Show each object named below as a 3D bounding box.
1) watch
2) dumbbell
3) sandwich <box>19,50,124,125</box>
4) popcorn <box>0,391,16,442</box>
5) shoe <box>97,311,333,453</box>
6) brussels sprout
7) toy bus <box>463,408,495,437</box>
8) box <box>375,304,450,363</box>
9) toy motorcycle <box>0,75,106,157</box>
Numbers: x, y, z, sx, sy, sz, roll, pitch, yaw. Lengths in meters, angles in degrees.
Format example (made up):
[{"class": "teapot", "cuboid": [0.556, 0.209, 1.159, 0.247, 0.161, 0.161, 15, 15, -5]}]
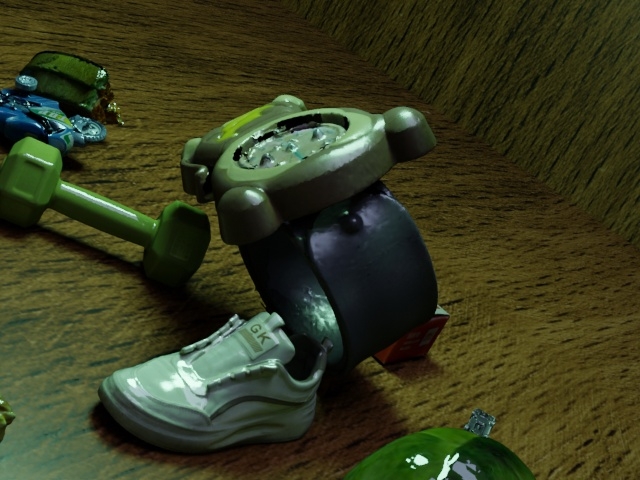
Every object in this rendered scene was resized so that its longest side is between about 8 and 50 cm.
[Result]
[{"class": "watch", "cuboid": [0.000, 0.000, 1.606, 0.314, 0.327, 0.335, -29, 28, -21]}, {"class": "dumbbell", "cuboid": [-0.304, -0.037, 1.649, 0.302, 0.121, 0.108, 24, -7, -14]}, {"class": "sandwich", "cuboid": [-0.430, -0.245, 1.980, 0.235, 0.079, 0.159, 20, -21, 32]}, {"class": "popcorn", "cuboid": [-0.344, 0.178, 1.168, 0.083, 0.068, 0.059, -11, -6, -26]}, {"class": "shoe", "cuboid": [-0.101, 0.153, 1.398, 0.316, 0.159, 0.124, 9, 29, -49]}, {"class": "brussels sprout", "cuboid": [0.146, 0.327, 1.256, 0.271, 0.210, 0.219, 51, 31, 12]}, {"class": "toy bus", "cuboid": [0.215, 0.276, 1.660, 0.037, 0.052, 0.130, 27, 18, 10]}, {"class": "box", "cuboid": [0.093, 0.098, 1.853, 0.182, 0.099, 0.133, 41, 22, 30]}, {"class": "toy motorcycle", "cuboid": [-0.461, -0.183, 1.825, 0.254, 0.092, 0.135, 17, 31, -7]}]
